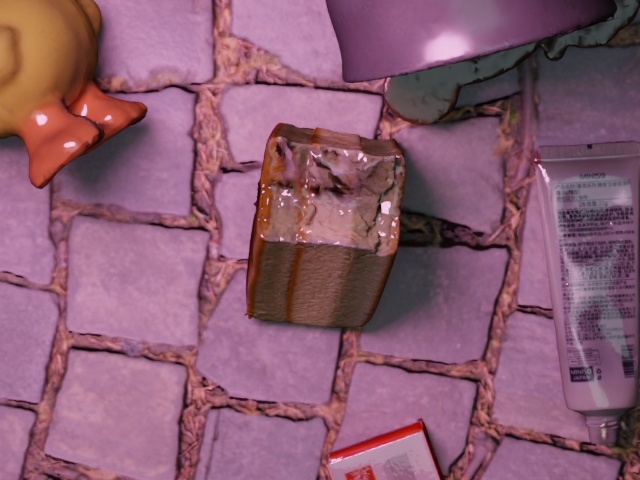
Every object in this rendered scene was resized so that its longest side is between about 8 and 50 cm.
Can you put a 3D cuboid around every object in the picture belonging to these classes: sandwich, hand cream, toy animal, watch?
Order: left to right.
[{"bbox_3d":[-0.348,-0.220,1.869,0.191,0.216,0.338,-28,97,31],"label":"toy animal"},{"bbox_3d":[0.001,0.000,1.903,0.155,0.198,0.227,8,99,-2],"label":"sandwich"},{"bbox_3d":[0.166,-0.279,1.792,0.335,0.327,0.314,-14,100,1],"label":"watch"},{"bbox_3d":[0.308,0.061,1.993,0.124,0.078,0.340,-3,92,1],"label":"hand cream"}]

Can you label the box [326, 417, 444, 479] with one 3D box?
[{"bbox_3d":[0.099,0.332,2.036,0.123,0.050,0.229,-19,99,3],"label":"box"}]
